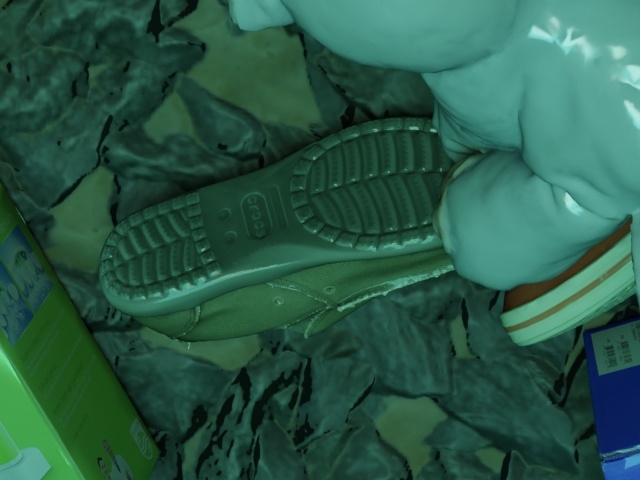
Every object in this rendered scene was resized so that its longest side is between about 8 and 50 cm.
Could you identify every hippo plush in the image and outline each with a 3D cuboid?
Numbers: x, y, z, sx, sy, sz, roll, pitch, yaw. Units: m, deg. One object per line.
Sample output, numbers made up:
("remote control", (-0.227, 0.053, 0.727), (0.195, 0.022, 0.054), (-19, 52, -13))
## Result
("hippo plush", (0.066, -0.095, 0.819), (0.236, 0.294, 0.234), (25, 131, -22))

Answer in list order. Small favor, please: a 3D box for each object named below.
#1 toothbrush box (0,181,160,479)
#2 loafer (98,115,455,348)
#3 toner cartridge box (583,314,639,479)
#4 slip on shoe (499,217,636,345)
("toothbrush box", (-0.259, 0.078, 1.037), (0.206, 0.122, 0.283), (-25, 108, 16))
("loafer", (0.000, 0.000, 1.006), (0.251, 0.094, 0.087), (-13, 146, 9))
("toner cartridge box", (0.244, 0.225, 1.015), (0.075, 0.165, 0.348), (-17, 109, 13))
("slip on shoe", (0.207, -0.071, 0.938), (0.101, 0.123, 0.331), (45, 112, 13))
